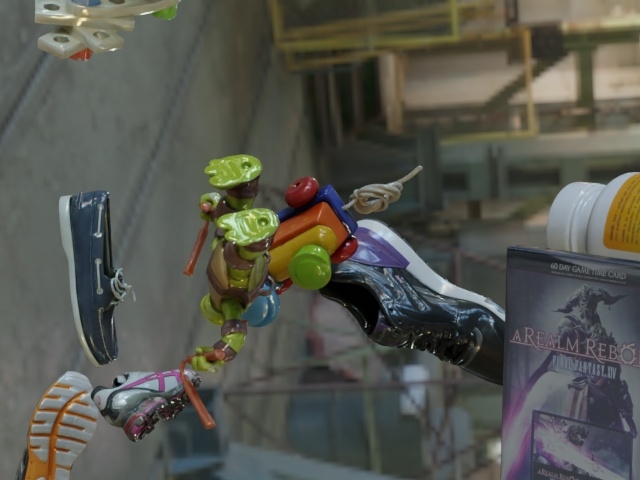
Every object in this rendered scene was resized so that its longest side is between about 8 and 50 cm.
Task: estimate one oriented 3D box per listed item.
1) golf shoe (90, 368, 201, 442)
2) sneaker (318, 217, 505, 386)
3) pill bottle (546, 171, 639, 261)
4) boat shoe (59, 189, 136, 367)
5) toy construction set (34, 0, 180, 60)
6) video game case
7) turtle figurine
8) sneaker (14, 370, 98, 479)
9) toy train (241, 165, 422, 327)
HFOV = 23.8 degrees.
[{"bbox_3d":[-0.211,0.184,1.871,0.067,0.086,0.186,-58,166,18],"label":"golf shoe"},{"bbox_3d":[0.115,0.103,1.811,0.124,0.283,0.107,-45,166,-45],"label":"sneaker"},{"bbox_3d":[0.363,0.000,1.571,0.136,0.245,0.136,-11,105,-45],"label":"pill bottle"},{"bbox_3d":[-0.315,0.054,2.171,0.095,0.079,0.255,-50,131,-85],"label":"boat shoe"},{"bbox_3d":[-0.167,-0.320,1.516,0.328,0.151,0.215,-61,-177,34],"label":"toy construction set"},{"bbox_3d":[0.245,0.150,1.364,0.026,0.196,0.274,-8,102,-43],"label":"video game case"},{"bbox_3d":[-0.087,0.035,1.516,0.217,0.087,0.270,106,-13,-51],"label":"turtle figurine"},{"bbox_3d":[-0.351,0.271,1.954,0.083,0.084,0.215,6,-102,66],"label":"sneaker"},{"bbox_3d":[0.000,0.000,1.669,0.105,0.248,0.143,55,20,-21],"label":"toy train"}]
